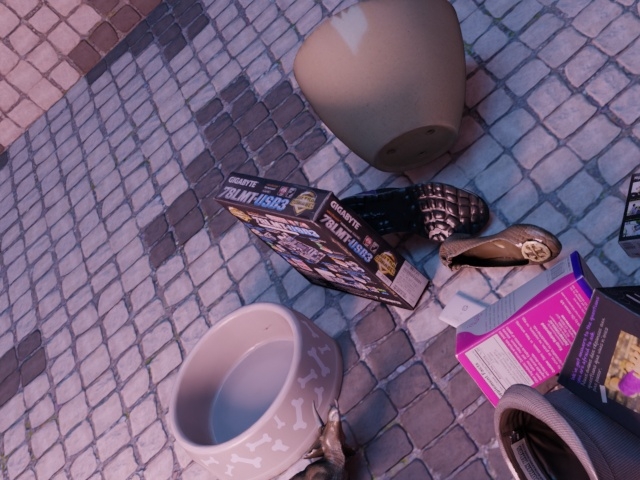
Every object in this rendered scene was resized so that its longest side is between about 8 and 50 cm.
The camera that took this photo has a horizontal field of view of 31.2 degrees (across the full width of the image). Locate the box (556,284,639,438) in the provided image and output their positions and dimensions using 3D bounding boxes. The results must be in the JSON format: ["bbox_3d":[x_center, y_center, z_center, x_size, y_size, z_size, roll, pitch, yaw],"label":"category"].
[{"bbox_3d":[0.459,0.177,1.409,0.270,0.165,0.143,36,116,42],"label":"box"}]

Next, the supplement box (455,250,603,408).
[{"bbox_3d":[0.317,0.132,1.687,0.220,0.114,0.111,-33,11,17],"label":"supplement box"}]

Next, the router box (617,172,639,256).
[{"bbox_3d":[0.544,-0.050,1.709,0.179,0.046,0.133,-8,51,41],"label":"router box"}]

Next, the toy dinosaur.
[{"bbox_3d":[-0.025,0.420,1.818,0.313,0.121,0.160,-52,24,1],"label":"toy dinosaur"}]

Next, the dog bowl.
[{"bbox_3d":[-0.128,0.263,2.053,0.349,0.102,0.349,-27,41,26],"label":"dog bowl"}]

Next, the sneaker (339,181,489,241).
[{"bbox_3d":[0.171,-0.063,2.052,0.283,0.107,0.124,1,15,23],"label":"sneaker"}]

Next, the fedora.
[{"bbox_3d":[0.347,0.285,1.491,0.124,0.244,0.275,-24,22,-17],"label":"fedora"}]

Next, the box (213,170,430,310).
[{"bbox_3d":[0.000,0.000,2.005,0.295,0.293,0.073,12,65,50],"label":"box"}]

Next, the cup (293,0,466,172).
[{"bbox_3d":[0.139,-0.270,2.140,0.331,0.331,0.237,-29,64,23],"label":"cup"}]

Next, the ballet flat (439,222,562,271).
[{"bbox_3d":[0.286,0.020,1.872,0.250,0.084,0.058,-3,39,50],"label":"ballet flat"}]

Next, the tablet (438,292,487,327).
[{"bbox_3d":[0.236,0.120,1.897,0.054,0.006,0.083,-53,37,-8],"label":"tablet"}]
